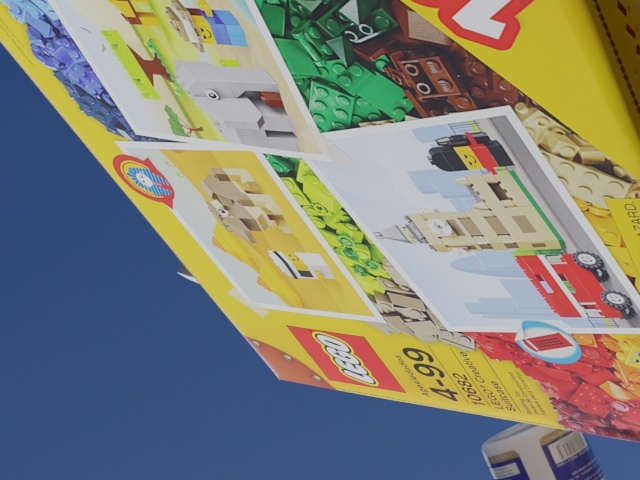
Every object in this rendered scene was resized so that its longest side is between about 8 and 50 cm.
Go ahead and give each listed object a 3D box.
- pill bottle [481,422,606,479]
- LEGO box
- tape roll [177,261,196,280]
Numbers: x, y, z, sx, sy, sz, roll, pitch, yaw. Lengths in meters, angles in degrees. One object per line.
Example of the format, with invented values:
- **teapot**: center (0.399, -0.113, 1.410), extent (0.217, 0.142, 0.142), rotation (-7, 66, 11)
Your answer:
- **pill bottle**: center (0.263, 0.288, 1.348), extent (0.112, 0.112, 0.187), rotation (-20, -96, -30)
- **LEGO box**: center (0.039, -0.114, 0.681), extent (0.500, 0.372, 0.193), rotation (55, -127, -39)
- **tape roll**: center (0.000, 0.000, 1.224), extent (0.246, 0.246, 0.169), rotation (23, -94, -19)
